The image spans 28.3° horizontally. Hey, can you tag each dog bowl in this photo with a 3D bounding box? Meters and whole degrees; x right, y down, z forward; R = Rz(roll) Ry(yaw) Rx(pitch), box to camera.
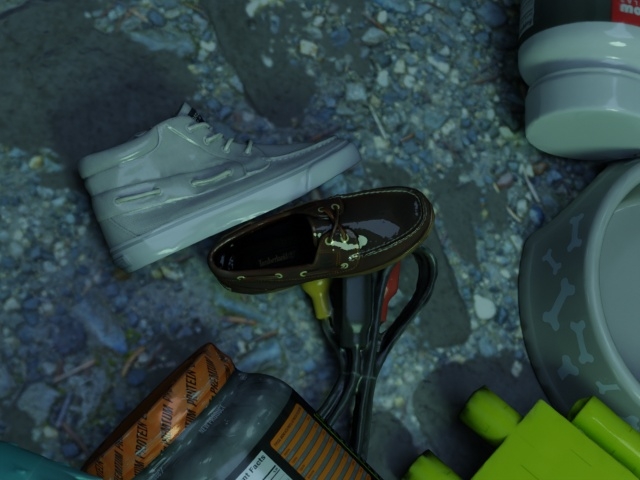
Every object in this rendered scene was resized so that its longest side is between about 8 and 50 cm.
[{"bbox_3d":[0.380,0.065,1.310,0.349,0.102,0.348,6,73,-19],"label":"dog bowl"}]

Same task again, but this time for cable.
[{"bbox_3d":[0.035,0.104,1.200,0.140,0.072,0.287,6,85,-19],"label":"cable"}]

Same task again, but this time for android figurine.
[{"bbox_3d":[0.214,0.264,1.162,0.273,0.056,0.248,38,76,16],"label":"android figurine"}]

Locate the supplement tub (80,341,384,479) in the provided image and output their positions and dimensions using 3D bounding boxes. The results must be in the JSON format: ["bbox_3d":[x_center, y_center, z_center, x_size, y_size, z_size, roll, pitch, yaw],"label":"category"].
[{"bbox_3d":[-0.034,0.246,1.048,0.316,0.193,0.193,46,65,-3],"label":"supplement tub"}]

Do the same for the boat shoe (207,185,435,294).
[{"bbox_3d":[0.000,0.000,1.140,0.207,0.073,0.073,-20,70,8],"label":"boat shoe"}]

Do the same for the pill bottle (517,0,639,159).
[{"bbox_3d":[0.289,-0.239,1.322,0.161,0.161,0.283,11,72,-18],"label":"pill bottle"}]

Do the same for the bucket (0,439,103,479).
[{"bbox_3d":[-0.298,0.254,0.906,0.183,0.281,0.281,26,68,-4],"label":"bucket"}]

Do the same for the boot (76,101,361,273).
[{"bbox_3d":[-0.091,-0.075,1.165,0.258,0.095,0.123,-25,93,-24],"label":"boot"}]
